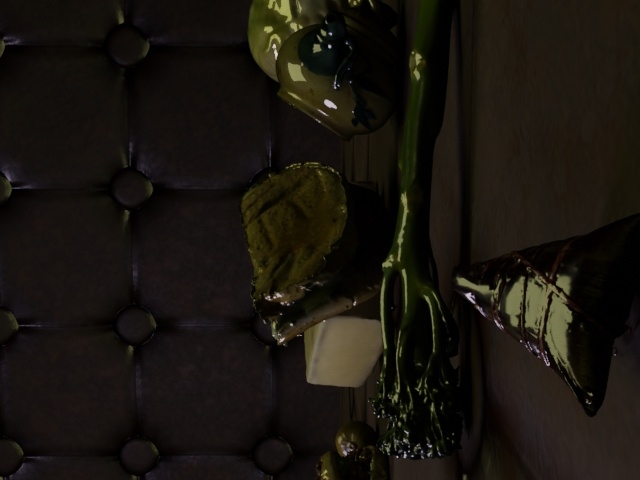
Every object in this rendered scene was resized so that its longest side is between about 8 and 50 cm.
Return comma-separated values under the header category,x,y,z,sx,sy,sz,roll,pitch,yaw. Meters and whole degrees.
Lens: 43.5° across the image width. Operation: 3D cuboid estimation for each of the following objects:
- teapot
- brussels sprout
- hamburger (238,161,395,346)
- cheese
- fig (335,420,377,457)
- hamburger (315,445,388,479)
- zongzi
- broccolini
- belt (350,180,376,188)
category,x,y,z,sx,sy,sz,roll,pitch,yaw
teapot,0.042,-0.237,1.084,0.182,0.173,0.269,-57,-19,7
brussels sprout,-0.008,-0.411,1.498,0.273,0.243,0.316,130,143,-48
hamburger,0.000,0.000,1.138,0.308,0.211,0.132,-102,-13,-51
cheese,0.037,0.074,1.334,0.242,0.124,0.265,108,165,-54
fig,0.067,0.353,1.418,0.088,0.074,0.073,-3,-87,-73
hamburger,0.048,0.409,1.264,0.185,0.114,0.177,-94,5,-84
zongzi,0.098,0.033,0.317,0.083,0.067,0.073,144,135,-67
broccolini,0.097,-0.016,0.670,0.074,0.079,0.391,44,-127,-77
belt,0.073,-0.019,1.490,0.232,0.053,0.071,91,174,-51
